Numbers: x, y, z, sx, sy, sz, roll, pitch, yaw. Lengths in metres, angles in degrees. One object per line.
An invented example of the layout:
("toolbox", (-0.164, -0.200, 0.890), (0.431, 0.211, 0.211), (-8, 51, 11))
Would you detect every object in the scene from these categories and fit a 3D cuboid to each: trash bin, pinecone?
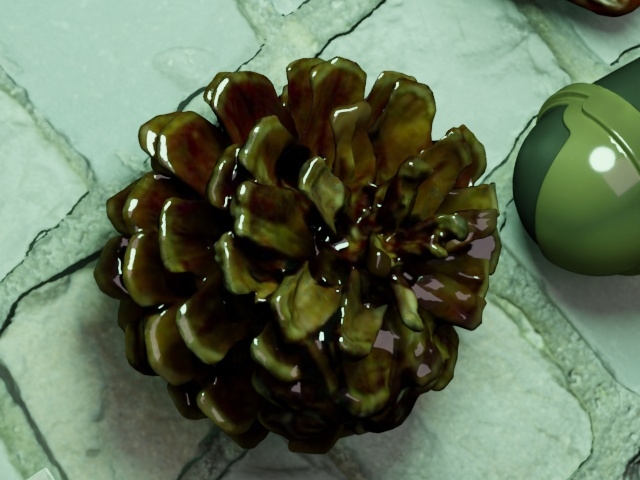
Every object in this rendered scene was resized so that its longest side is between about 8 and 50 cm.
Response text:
("trash bin", (0.346, -0.095, 1.819), (0.334, 0.214, 0.214), (-34, 93, -21))
("pinecone", (0.000, 0.000, 1.652), (0.398, 0.398, 0.397), (2, 83, -15))

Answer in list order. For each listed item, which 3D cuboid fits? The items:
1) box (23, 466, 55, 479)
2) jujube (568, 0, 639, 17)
("box", (-0.261, 0.335, 1.697), (0.109, 0.029, 0.198), (-34, 92, -16))
("jujube", (0.240, -0.360, 1.834), (0.290, 0.197, 0.197), (33, 76, -10))
